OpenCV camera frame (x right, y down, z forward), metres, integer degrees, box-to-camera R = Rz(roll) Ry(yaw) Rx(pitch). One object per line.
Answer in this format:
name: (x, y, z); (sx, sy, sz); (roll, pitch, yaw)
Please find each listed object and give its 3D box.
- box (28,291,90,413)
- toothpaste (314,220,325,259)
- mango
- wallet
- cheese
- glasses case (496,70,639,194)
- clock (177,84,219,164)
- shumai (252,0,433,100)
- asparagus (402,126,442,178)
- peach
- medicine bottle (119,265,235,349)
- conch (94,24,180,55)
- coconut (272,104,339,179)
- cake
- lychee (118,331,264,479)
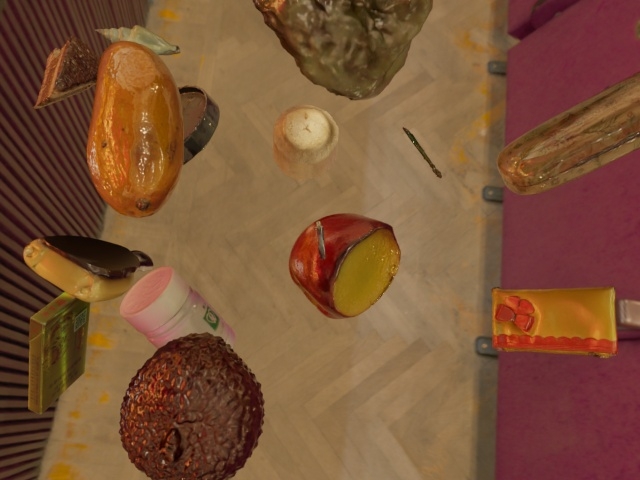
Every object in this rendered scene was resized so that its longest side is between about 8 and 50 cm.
box: (-0.651, 0.267, 1.316); (0.043, 0.312, 0.173); (22, 30, 5)
toothpaste: (0.000, 0.000, 1.138); (0.019, 0.027, 0.084); (-7, 93, -19)
mango: (-0.313, -0.201, 0.890); (0.143, 0.186, 0.360); (13, 59, -44)
wallet: (0.469, 0.162, 1.073); (0.241, 0.067, 0.141); (-5, 69, 34)
cheese: (-0.211, 0.023, 0.524); (0.086, 0.162, 0.036); (27, 95, 5)
glasses case: (0.530, -0.214, 0.957); (0.425, 0.157, 0.098); (-28, 115, 13)
clock: (-0.439, -0.326, 1.540); (0.312, 0.061, 0.313); (-15, 52, 20)
shumai: (0.079, -0.420, 0.701); (0.324, 0.323, 0.398); (23, 54, -40)
asparagus: (0.224, -0.189, 1.144); (0.166, 0.013, 0.016); (44, 41, -33)
peach: (0.062, 0.045, 1.313); (0.274, 0.249, 0.245); (-37, 69, -15)
medicine bottle: (-0.443, 0.261, 1.664); (0.212, 0.212, 0.326); (-50, 123, -20)
conch: (-0.395, -0.433, 1.146); (0.179, 0.088, 0.065); (8, 110, -19)
coconut: (-0.053, -0.341, 1.872); (0.237, 0.266, 0.238); (2, 71, -6)
cake: (-0.638, -0.405, 1.370); (0.112, 0.135, 0.246); (-32, 47, 22)
lychee: (-0.223, 0.301, 0.939); (0.260, 0.260, 0.261); (3, 72, -10)
